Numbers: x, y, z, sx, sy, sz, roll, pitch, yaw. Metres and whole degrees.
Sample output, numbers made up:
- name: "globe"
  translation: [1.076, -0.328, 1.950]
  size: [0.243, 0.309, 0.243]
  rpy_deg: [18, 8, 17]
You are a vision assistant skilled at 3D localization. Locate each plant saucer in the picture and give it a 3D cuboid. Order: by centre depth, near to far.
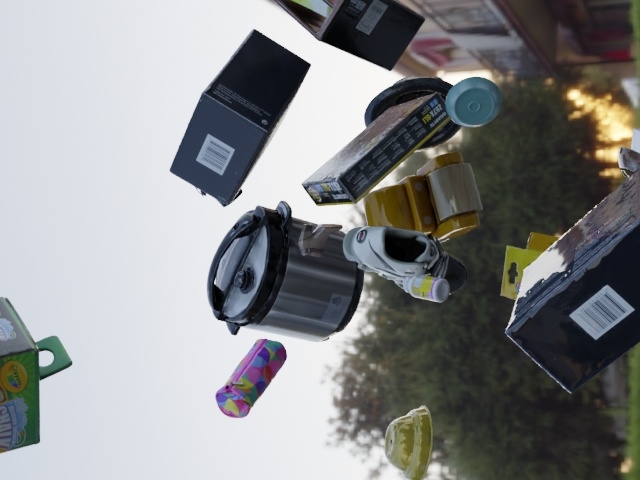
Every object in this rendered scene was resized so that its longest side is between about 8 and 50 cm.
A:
- name: "plant saucer"
  translation: [0.324, -0.286, 1.729]
  size: [0.021, 0.119, 0.119]
  rpy_deg: [-83, -19, -54]
- name: "plant saucer"
  translation: [0.714, -0.127, 1.764]
  size: [0.036, 0.199, 0.199]
  rpy_deg: [-52, -24, 6]

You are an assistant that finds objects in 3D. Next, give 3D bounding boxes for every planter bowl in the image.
- name: "planter bowl"
  translation: [0.231, 0.558, 2.254]
  size: [0.217, 0.090, 0.217]
  rpy_deg: [-170, 90, -81]

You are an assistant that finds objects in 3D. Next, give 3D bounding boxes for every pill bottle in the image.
- name: "pill bottle"
  translation: [0.192, 0.086, 1.498]
  size: [0.043, 0.083, 0.043]
  rpy_deg: [-7, -80, -41]

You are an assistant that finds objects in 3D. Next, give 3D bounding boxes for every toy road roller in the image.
- name: "toy road roller"
  translation: [0.262, -0.091, 2.223]
  size: [0.329, 0.241, 0.202]
  rpy_deg: [143, 115, -68]

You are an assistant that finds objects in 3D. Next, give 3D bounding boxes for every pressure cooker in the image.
- name: "pressure cooker"
  translation: [-0.125, 0.095, 2.453]
  size: [0.421, 0.375, 0.369]
  rpy_deg: [14, -112, -29]

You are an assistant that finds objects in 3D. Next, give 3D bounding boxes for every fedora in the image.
- name: "fedora"
  translation: [0.306, -0.442, 2.679]
  size: [0.334, 0.334, 0.152]
  rpy_deg: [65, -160, -46]

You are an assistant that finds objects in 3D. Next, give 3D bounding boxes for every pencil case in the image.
- name: "pencil case"
  translation: [-0.172, 0.342, 2.058]
  size: [0.236, 0.105, 0.104]
  rpy_deg: [-52, -43, -51]

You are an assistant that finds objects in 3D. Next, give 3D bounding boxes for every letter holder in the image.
- name: "letter holder"
  translation: [0.059, -0.539, 1.892]
  size: [0.302, 0.214, 0.152]
  rpy_deg: [5, -55, -54]

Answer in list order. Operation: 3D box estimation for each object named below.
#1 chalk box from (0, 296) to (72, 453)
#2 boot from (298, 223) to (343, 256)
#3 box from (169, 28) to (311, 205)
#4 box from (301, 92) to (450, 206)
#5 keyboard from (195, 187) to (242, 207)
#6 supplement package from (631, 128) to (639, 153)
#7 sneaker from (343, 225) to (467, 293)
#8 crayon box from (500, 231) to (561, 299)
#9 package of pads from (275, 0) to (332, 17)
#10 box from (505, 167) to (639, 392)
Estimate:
- name: "chalk box"
  translation: [-0.530, 0.211, 1.242]
  size: [0.289, 0.180, 0.179]
  rpy_deg: [-8, -60, -34]
- name: "boot"
  translation: [0.000, 0.000, 2.179]
  size: [0.042, 0.119, 0.086]
  rpy_deg: [-75, -15, -79]
- name: "box"
  translation: [-0.193, -0.301, 2.005]
  size: [0.296, 0.183, 0.294]
  rpy_deg: [-54, 8, 48]
- name: "box"
  translation: [0.127, -0.209, 1.932]
  size: [0.322, 0.257, 0.079]
  rpy_deg: [-42, -74, -15]
- name: "keyboard"
  translation: [-0.314, -0.172, 2.294]
  size: [0.100, 0.192, 0.038]
  rpy_deg: [-44, -13, -2]
- name: "supplement package"
  translation: [0.971, -0.203, 2.248]
  size: [0.149, 0.203, 0.194]
  rpy_deg: [-88, 0, -73]
- name: "sneaker"
  translation: [0.223, 0.048, 1.834]
  size: [0.331, 0.146, 0.122]
  rpy_deg: [17, -107, -30]
- name: "crayon box"
  translation: [0.667, 0.094, 2.249]
  size: [0.081, 0.319, 0.202]
  rpy_deg: [-61, -24, -44]
- name: "package of pads"
  translation: [-0.012, -0.792, 2.410]
  size: [0.101, 0.229, 0.296]
  rpy_deg: [-32, -32, -36]
- name: "box"
  translation: [0.561, 0.071, 1.605]
  size: [0.179, 0.343, 0.312]
  rpy_deg: [42, -150, -1]
